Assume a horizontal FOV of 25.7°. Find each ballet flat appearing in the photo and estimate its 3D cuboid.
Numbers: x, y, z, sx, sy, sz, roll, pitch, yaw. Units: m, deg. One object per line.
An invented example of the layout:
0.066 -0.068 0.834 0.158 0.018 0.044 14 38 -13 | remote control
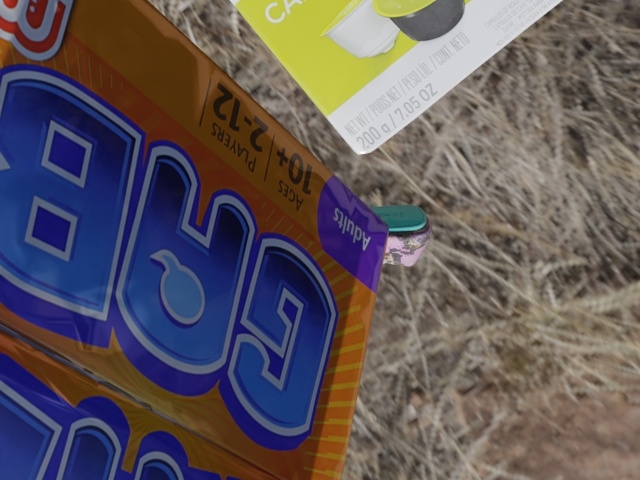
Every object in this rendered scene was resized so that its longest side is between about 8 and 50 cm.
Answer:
0.000 0.000 1.389 0.222 0.077 0.079 4 122 -11 | ballet flat

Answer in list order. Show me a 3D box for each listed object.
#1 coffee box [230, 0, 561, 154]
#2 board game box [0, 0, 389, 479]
0.062 -0.320 1.227 0.338 0.338 0.334 -38 97 9 | coffee box
-0.226 0.082 0.731 0.356 0.356 0.356 40 55 -50 | board game box
